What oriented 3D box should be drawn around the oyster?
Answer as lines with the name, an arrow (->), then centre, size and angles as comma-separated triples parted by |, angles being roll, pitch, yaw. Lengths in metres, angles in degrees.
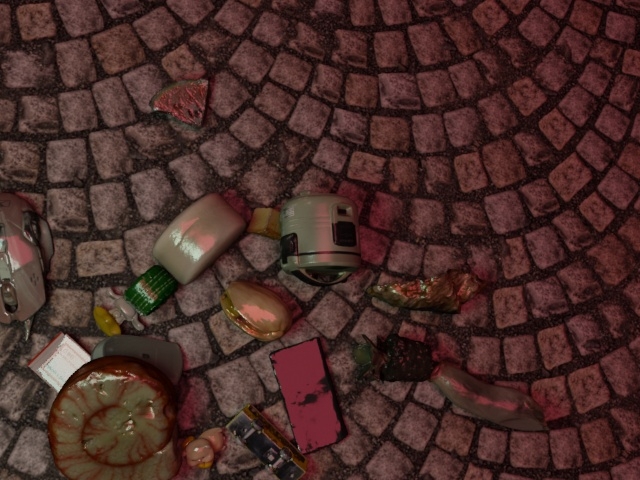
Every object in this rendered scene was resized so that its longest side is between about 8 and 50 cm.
oyster -> 0.308, 0.148, 1.707 | 0.342, 0.166, 0.110 | 6, 69, -25

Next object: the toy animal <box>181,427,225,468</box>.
toy animal -> -0.291, 0.531, 1.556 | 0.115, 0.082, 0.091 | -19, 85, -13

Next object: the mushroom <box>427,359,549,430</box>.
mushroom -> 0.457, 0.433, 1.694 | 0.352, 0.097, 0.109 | 22, 76, -2

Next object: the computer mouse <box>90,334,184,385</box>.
computer mouse -> -0.461, 0.308, 1.561 | 0.231, 0.079, 0.127 | 15, 42, -20

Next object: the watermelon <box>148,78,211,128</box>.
watermelon -> -0.379, -0.368, 1.722 | 0.187, 0.071, 0.139 | -26, 91, -21

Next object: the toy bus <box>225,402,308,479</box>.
toy bus -> -0.133, 0.521, 1.578 | 0.226, 0.074, 0.081 | 43, 105, 1

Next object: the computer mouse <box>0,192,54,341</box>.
computer mouse -> -0.784, 0.062, 1.548 | 0.200, 0.115, 0.388 | -10, 81, -8

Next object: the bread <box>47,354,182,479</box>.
bread -> -0.486, 0.435, 1.461 | 0.296, 0.114, 0.327 | -4, 107, -6

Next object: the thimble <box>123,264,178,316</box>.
thimble -> -0.435, 0.128, 1.585 | 0.090, 0.118, 0.130 | 46, 57, -2

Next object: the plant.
plant -> 0.192, 0.319, 1.650 | 0.203, 0.131, 0.142 | 15, 78, -16

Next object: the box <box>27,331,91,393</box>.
box -> -0.606, 0.347, 1.554 | 0.229, 0.050, 0.123 | 43, 75, 0

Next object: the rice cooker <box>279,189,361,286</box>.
rice cooker -> 0.000, 0.000, 1.632 | 0.226, 0.226, 0.243 | 1, 81, -9

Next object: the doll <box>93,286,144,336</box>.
doll -> -0.526, 0.183, 1.594 | 0.113, 0.071, 0.135 | -15, 78, -20

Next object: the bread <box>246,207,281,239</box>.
bread -> -0.132, -0.043, 1.724 | 0.109, 0.080, 0.084 | 26, 73, -40

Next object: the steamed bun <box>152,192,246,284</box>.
steamed bun -> -0.315, -0.010, 1.612 | 0.146, 0.164, 0.241 | 43, 76, 2

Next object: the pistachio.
pistachio -> -0.167, 0.185, 1.631 | 0.201, 0.117, 0.145 | 31, 38, 5

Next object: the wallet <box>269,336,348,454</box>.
wallet -> -0.031, 0.414, 1.649 | 0.146, 0.030, 0.285 | -16, 84, -15
